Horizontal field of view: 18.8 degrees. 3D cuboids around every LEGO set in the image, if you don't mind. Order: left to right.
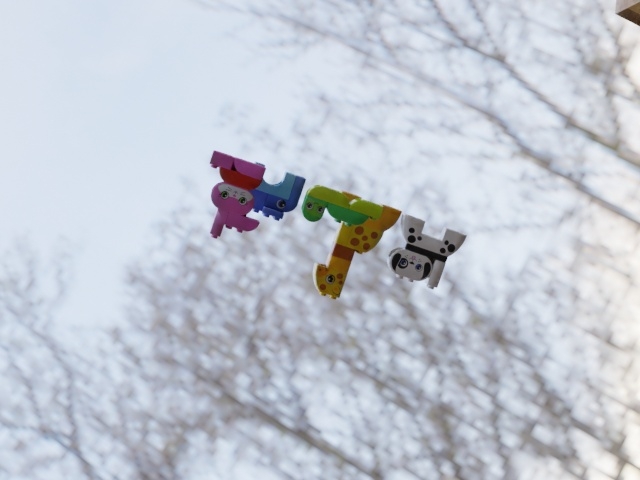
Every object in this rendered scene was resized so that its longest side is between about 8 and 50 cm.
[{"bbox_3d":[0.000,0.000,1.677,0.087,0.227,0.093,-129,57,-83],"label":"LEGO set"}]

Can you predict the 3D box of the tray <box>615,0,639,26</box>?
[{"bbox_3d":[0.319,-0.360,1.373,0.076,0.203,0.411,22,-116,-28],"label":"tray"}]
